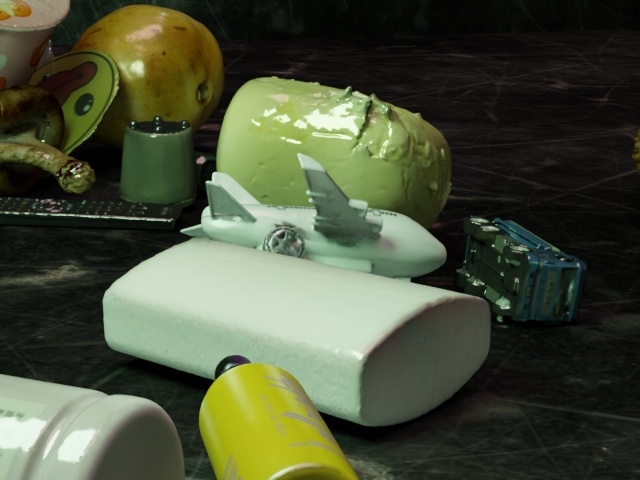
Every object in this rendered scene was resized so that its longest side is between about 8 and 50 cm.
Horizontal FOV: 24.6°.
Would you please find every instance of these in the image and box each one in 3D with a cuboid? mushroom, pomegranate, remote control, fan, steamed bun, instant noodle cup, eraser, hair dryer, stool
[{"bbox_3d":[-0.344,-0.101,1.796,0.218,0.148,0.227,18,30,27],"label":"mushroom"},{"bbox_3d":[-0.254,-0.230,2.119,0.233,0.233,0.233,1,14,0],"label":"pomegranate"},{"bbox_3d":[-0.284,-0.031,1.711,0.245,0.025,0.063,3,15,4],"label":"remote control"},{"bbox_3d":[-0.373,-0.203,2.017,0.230,0.011,0.335,-24,47,16],"label":"fan"},{"bbox_3d":[0.015,-0.064,1.551,0.232,0.166,0.273,16,-6,16],"label":"steamed bun"},{"bbox_3d":[-0.475,-0.250,1.907,0.243,0.231,0.243,20,31,-13],"label":"instant noodle cup"},{"bbox_3d":[-0.021,0.067,1.186,0.270,0.094,0.174,10,21,38],"label":"eraser"},{"bbox_3d":[-0.134,-0.096,1.952,0.100,0.057,0.198,13,13,35],"label":"hair dryer"},{"bbox_3d":[-0.197,-0.093,1.790,0.096,0.110,0.096,3,17,-1],"label":"stool"}]

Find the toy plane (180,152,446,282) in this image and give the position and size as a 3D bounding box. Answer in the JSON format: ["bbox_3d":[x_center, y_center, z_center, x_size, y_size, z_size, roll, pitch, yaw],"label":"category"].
[{"bbox_3d":[-0.001,0.004,1.412,0.255,0.101,0.251,13,-25,-12],"label":"toy plane"}]

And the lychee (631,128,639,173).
[{"bbox_3d":[0.482,-0.111,1.764,0.200,0.200,0.238,-1,2,-8],"label":"lychee"}]

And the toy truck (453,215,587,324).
[{"bbox_3d":[0.189,0.027,1.431,0.088,0.074,0.202,7,11,-16],"label":"toy truck"}]

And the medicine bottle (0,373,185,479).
[{"bbox_3d":[-0.212,0.134,0.819,0.250,0.133,0.133,8,15,22],"label":"medicine bottle"}]

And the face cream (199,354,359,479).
[{"bbox_3d":[-0.035,0.131,0.959,0.078,0.078,0.273,-2,14,-12],"label":"face cream"}]
